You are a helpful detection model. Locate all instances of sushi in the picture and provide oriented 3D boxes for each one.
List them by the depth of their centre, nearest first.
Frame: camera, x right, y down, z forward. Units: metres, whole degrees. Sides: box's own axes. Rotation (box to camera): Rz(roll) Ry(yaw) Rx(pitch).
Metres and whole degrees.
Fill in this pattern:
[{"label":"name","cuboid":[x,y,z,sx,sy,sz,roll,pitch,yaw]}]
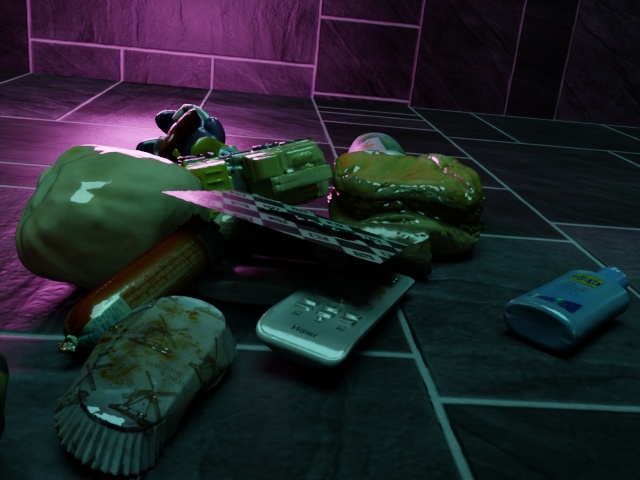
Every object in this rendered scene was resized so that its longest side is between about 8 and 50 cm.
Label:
[{"label":"sushi","cuboid":[-0.037,-0.005,0.940,0.290,0.050,0.264,19,10,13]}]

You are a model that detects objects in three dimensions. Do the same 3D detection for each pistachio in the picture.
[{"label":"pistachio","cuboid":[-0.275,-0.033,0.945,0.193,0.214,0.318,-32,-10,30]}]

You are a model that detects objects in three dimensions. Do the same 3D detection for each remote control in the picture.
[{"label":"remote control","cuboid":[0.029,0.092,0.873,0.109,0.055,0.313,17,18,18]}]

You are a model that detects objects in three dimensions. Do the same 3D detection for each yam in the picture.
[{"label":"yam","cuboid":[0.000,0.000,1.072,0.357,0.081,0.081,6,20,1]}]

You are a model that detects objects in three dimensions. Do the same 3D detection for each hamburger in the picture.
[{"label":"hamburger","cuboid":[0.154,-0.069,1.211,0.283,0.144,0.259,2,22,4]}]

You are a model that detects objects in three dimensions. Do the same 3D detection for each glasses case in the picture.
[{"label":"glasses case","cuboid":[-0.090,0.061,0.925,0.164,0.041,0.063,4,22,4]}]

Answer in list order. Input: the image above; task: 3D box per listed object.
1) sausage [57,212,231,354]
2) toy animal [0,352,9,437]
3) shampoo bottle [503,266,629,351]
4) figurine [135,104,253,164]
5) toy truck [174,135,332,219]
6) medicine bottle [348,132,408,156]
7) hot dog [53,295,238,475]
[{"label":"sausage","cuboid":[-0.214,0.057,0.814,0.083,0.083,0.264,15,33,23]},{"label":"toy animal","cuboid":[-0.389,0.092,0.555,0.191,0.216,0.338,-38,44,-24]},{"label":"shampoo bottle","cuboid":[0.367,0.087,0.962,0.104,0.061,0.258,24,26,38]},{"label":"figurine","cuboid":[-0.241,-0.175,1.405,0.193,0.154,0.421,35,-3,-27]},{"label":"toy truck","cuboid":[-0.113,-0.101,1.160,0.272,0.124,0.157,-12,9,-14]},{"label":"medicine bottle","cuboid":[0.127,-0.157,1.464,0.133,0.133,0.274,5,19,-4]},{"label":"hot dog","cuboid":[-0.168,0.133,0.672,0.131,0.069,0.252,20,24,4]}]
